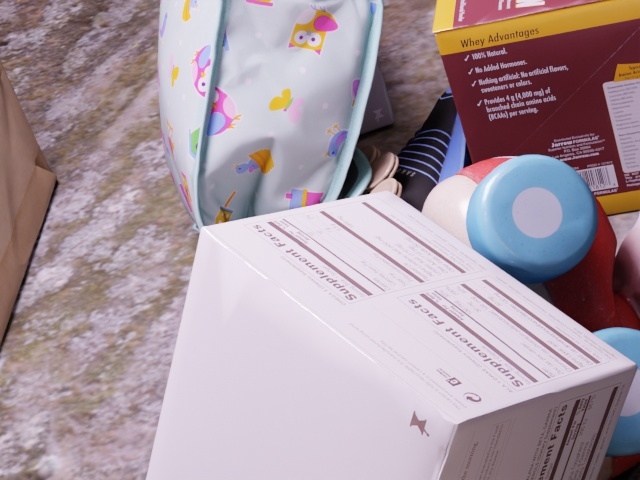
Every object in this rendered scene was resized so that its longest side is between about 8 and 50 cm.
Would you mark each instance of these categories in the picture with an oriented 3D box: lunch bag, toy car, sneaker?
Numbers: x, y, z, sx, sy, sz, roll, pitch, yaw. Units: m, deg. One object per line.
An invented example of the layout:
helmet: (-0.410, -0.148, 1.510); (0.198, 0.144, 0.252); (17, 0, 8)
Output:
lunch bag: (-0.054, -0.108, 1.472); (0.160, 0.262, 0.223); (3, 16, -17)
toy car: (0.203, 0.020, 1.121); (0.238, 0.210, 0.219); (-24, -6, -13)
sneaker: (0.083, -0.053, 1.486); (0.090, 0.081, 0.232); (-3, 36, 16)

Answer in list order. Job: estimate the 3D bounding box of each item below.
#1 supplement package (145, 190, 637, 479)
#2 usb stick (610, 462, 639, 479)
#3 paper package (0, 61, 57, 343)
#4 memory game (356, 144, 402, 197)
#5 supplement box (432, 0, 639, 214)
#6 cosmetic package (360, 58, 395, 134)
supplement package: (0.022, 0.139, 1.002); (0.145, 0.261, 0.204); (-12, 37, -42)
usb stick: (0.213, 0.149, 1.155); (0.077, 0.045, 0.278); (3, 38, 47)
paper package: (-0.437, -0.013, 1.624); (0.325, 0.168, 0.309); (-11, 35, 12)
memory game: (0.000, 0.000, 1.439); (0.186, 0.012, 0.186); (-40, 26, 24)
supplement box: (0.208, -0.133, 1.431); (0.191, 0.194, 0.129); (-9, 34, 16)
cosmetic package: (-0.025, -0.180, 1.710); (0.127, 0.107, 0.238); (-20, 30, -5)
